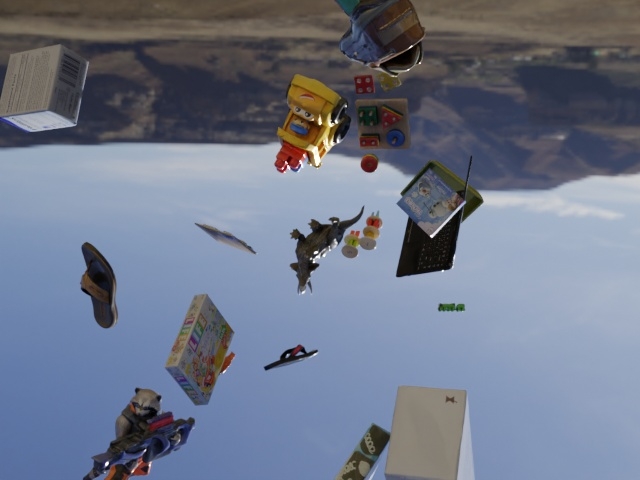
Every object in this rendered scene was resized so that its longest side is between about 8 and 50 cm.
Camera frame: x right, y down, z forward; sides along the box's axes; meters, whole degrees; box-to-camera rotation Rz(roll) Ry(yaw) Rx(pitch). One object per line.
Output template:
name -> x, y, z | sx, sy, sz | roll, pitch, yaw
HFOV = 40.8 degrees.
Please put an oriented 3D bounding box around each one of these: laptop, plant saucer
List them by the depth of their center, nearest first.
laptop -> 0.280, -0.054, 2.129 | 0.264, 0.234, 0.136 | -11, 143, 41
plant saucer -> 0.345, -0.132, 2.407 | 0.045, 0.188, 0.188 | -53, -178, -36

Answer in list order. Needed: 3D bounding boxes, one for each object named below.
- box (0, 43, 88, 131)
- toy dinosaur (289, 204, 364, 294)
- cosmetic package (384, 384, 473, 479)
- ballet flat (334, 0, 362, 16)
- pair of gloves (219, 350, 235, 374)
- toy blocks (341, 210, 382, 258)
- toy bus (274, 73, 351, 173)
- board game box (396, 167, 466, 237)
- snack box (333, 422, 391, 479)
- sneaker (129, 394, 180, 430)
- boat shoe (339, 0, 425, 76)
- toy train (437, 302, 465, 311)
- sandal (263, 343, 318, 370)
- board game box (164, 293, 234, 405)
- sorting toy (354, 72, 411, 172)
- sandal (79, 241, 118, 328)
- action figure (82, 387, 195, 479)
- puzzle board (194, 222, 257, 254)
box -> -0.494, -0.268, 1.528 | 0.137, 0.126, 0.072 | -1, 164, 32
toy dinosaur -> 0.000, 0.000, 2.512 | 0.121, 0.313, 0.160 | 37, 170, 18
cosmetic package -> 0.267, 0.557, 2.020 | 0.161, 0.453, 0.230 | 3, -131, 15
ballet flat -> 0.034, -0.492, 1.598 | 0.079, 0.077, 0.221 | -19, -120, -41
pair of gloves -> -0.267, 0.314, 2.270 | 0.010, 0.074, 0.083 | 21, 159, 46
toy blocks -> 0.129, -0.024, 2.599 | 0.123, 0.054, 0.148 | -25, -151, 33
toy bus -> -0.041, -0.264, 2.079 | 0.149, 0.211, 0.220 | 30, 167, 13
board game box -> 0.199, -0.068, 1.552 | 0.090, 0.090, 0.020 | 45, -171, 18
snack box -> 0.048, 0.579, 1.935 | 0.060, 0.187, 0.322 | 29, -139, 14
sneaker -> -0.453, 0.476, 2.302 | 0.078, 0.106, 0.234 | -45, -150, -15
boat shoe -> 0.112, -0.335, 1.474 | 0.122, 0.120, 0.324 | -36, 180, 2
toy train -> 0.364, 0.186, 2.389 | 0.083, 0.023, 0.017 | 3, 163, -16
sandal -> -0.072, 0.285, 2.141 | 0.179, 0.040, 0.067 | -7, 161, -48
board game box -> -0.197, 0.179, 1.419 | 0.026, 0.103, 0.154 | -10, -139, 25
sorting toy -> 0.153, -0.292, 2.146 | 0.132, 0.274, 0.046 | 2, -150, 16
sandal -> -0.493, 0.107, 1.876 | 0.090, 0.219, 0.060 | 27, -141, 30
action figure -> -0.487, 0.508, 2.106 | 0.178, 0.330, 0.341 | 31, -168, 26
puzzle board -> -0.214, -0.006, 1.953 | 0.128, 0.011, 0.096 | 17, 164, 37
